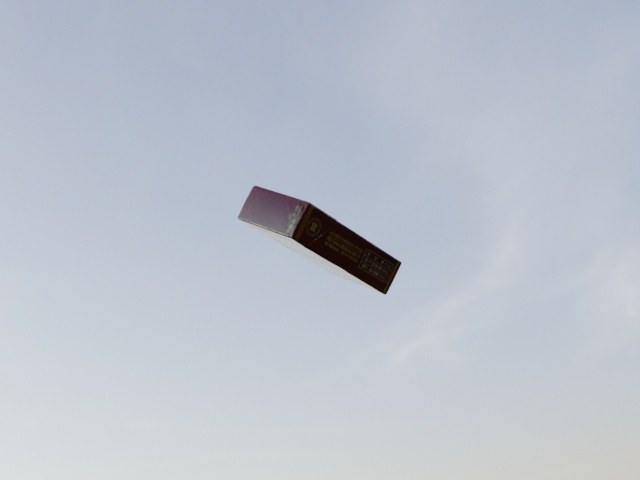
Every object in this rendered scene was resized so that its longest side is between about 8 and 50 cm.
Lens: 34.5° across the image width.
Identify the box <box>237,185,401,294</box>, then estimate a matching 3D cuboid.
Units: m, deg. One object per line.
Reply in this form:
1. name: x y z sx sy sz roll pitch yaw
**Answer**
1. box: 0.000 0.000 0.574 0.082 0.023 0.051 32 -9 -40
